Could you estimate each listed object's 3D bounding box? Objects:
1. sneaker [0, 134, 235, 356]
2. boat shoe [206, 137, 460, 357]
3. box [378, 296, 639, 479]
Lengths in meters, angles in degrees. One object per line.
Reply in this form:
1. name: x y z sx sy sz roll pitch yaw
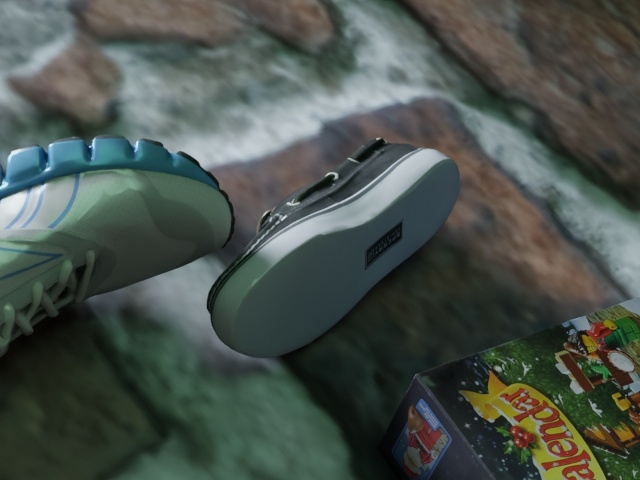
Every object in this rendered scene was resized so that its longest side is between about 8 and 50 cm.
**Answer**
1. sneaker: -0.116 0.019 0.553 0.190 0.071 0.083 -9 58 -20
2. boat shoe: 0.000 0.000 0.637 0.040 0.049 0.142 24 37 29
3. box: 0.149 0.124 0.576 0.159 0.044 0.233 -15 55 -35
